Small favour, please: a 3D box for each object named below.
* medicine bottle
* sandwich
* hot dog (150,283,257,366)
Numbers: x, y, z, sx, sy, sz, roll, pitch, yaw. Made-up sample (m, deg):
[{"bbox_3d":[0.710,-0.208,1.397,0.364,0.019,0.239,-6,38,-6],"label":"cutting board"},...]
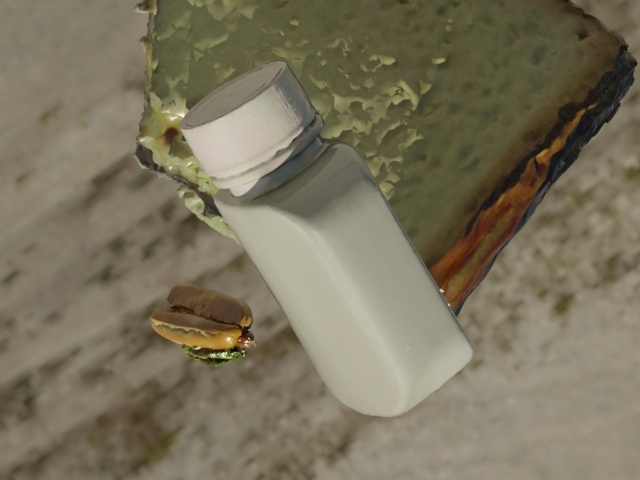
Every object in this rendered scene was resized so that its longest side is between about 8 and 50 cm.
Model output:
[{"bbox_3d":[0.000,0.000,1.037,0.069,0.183,0.119,-38,-162,-15],"label":"medicine bottle"},{"bbox_3d":[0.013,-0.109,1.359,0.262,0.325,0.131,-51,168,-18],"label":"sandwich"},{"bbox_3d":[-0.092,0.069,1.608,0.056,0.041,0.133,-47,-150,-19],"label":"hot dog"}]
